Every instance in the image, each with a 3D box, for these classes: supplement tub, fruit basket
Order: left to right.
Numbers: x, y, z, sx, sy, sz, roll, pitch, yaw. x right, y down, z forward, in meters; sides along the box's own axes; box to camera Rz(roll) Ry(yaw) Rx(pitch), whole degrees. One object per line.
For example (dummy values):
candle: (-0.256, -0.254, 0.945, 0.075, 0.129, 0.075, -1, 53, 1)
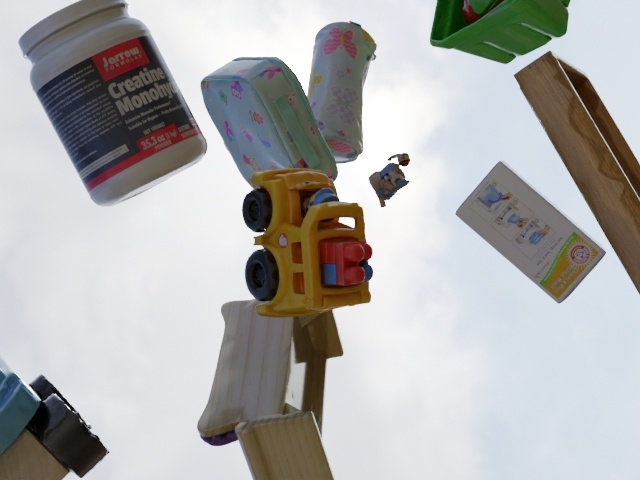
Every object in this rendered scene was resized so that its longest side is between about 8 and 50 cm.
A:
supplement tub: (-0.303, -0.204, 1.885, 0.191, 0.191, 0.272, -31, -85, -49)
fruit basket: (0.304, -0.559, 2.393, 0.392, 0.283, 0.392, 14, -113, -35)

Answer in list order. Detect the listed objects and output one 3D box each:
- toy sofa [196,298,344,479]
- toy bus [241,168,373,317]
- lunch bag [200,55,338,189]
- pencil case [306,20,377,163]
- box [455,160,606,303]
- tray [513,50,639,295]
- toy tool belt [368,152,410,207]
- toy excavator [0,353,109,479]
toy sofa: (-0.068, 0.231, 1.999, 0.362, 0.177, 0.150, -85, -18, -58)
toy bus: (0.000, 0.000, 1.857, 0.149, 0.211, 0.220, -4, -91, -35)
lunch bag: (-0.086, -0.199, 2.358, 0.108, 0.224, 0.279, -39, -66, -27)
pencil case: (0.035, -0.283, 2.487, 0.124, 0.113, 0.273, 19, -115, -23)
box: (0.310, -0.014, 1.903, 0.103, 0.203, 0.114, -50, -6, 10)
tray: (0.444, -0.081, 1.942, 0.076, 0.411, 0.203, -32, -16, 21)
toy tool belt: (0.112, -0.090, 1.960, 0.052, 0.051, 0.083, 11, -41, -39)
toy excavator: (-0.530, 0.168, 1.710, 0.222, 0.433, 0.445, -43, -74, -12)
